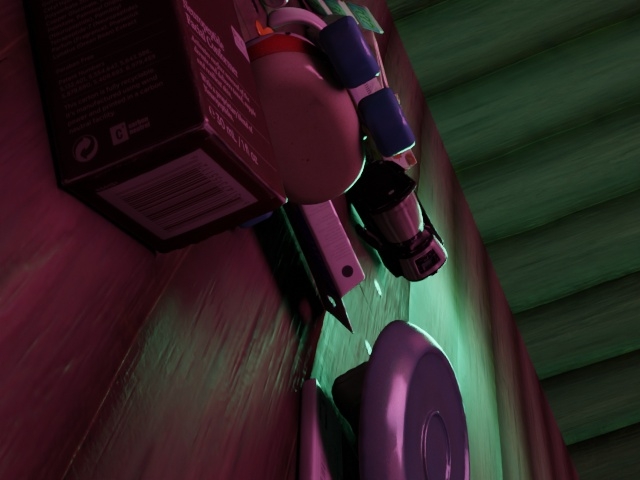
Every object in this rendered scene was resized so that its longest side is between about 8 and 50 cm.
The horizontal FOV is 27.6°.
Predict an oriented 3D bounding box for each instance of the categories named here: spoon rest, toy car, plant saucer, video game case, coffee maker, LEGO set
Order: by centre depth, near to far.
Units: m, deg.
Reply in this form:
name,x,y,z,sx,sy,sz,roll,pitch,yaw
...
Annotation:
name,x,y,z,sx,sy,sz,roll,pitch,yaw
video game case,0.019,0.273,1.441,0.190,0.022,0.173,-90,156,-61
toy car,-0.047,-0.177,1.457,0.210,0.219,0.238,57,9,-44
plant saucer,0.119,0.250,1.516,0.317,0.043,0.318,-5,90,-69
spoon rest,0.008,-0.258,2.114,0.137,0.084,0.276,-91,157,-57
coffee maker,0.129,-0.041,2.199,0.171,0.120,0.178,-96,162,-51
LEGO set,-0.012,-0.448,2.310,0.182,0.060,0.244,27,-14,40

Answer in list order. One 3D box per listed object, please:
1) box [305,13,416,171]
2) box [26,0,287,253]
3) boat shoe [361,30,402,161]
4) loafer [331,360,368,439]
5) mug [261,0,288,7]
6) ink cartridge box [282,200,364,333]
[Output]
name,x,y,z,sx,sy,sz,roll,pitch,yaw
box,0.077,-0.261,2.400,0.067,0.063,0.324,20,-37,57
box,-0.160,-0.202,1.162,0.191,0.143,0.382,43,27,-64
boat shoe,0.108,-0.258,2.516,0.109,0.094,0.302,-56,125,-75
loafer,0.097,0.226,1.642,0.111,0.112,0.319,66,9,25
mug,-0.079,-0.403,2.065,0.062,0.078,0.064,105,-9,-48
ink cartridge box,0.000,0.000,1.615,0.206,0.045,0.208,-148,-145,-79
